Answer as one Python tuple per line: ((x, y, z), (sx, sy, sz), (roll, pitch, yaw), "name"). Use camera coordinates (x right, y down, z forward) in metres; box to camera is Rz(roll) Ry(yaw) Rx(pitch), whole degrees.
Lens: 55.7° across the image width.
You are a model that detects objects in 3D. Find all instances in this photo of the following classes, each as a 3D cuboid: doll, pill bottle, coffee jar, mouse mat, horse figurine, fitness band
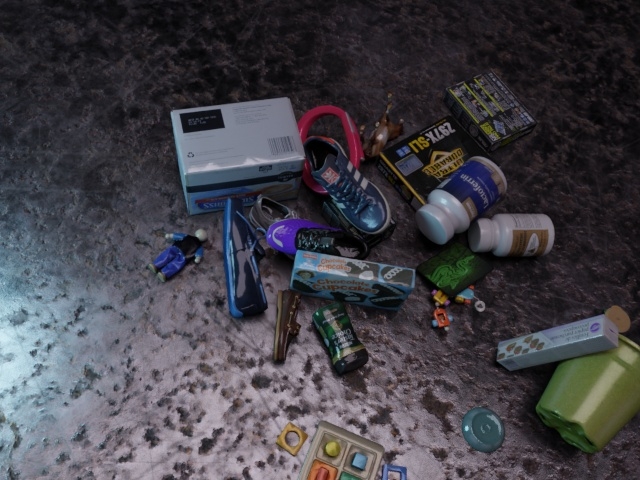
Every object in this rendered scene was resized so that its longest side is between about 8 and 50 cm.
((-0.397, 0.029, 1.721), (0.129, 0.046, 0.189), (42, 65, 13), "doll")
((0.575, -0.016, 1.841), (0.229, 0.131, 0.131), (0, 62, -9), "pill bottle")
((0.055, 0.265, 1.643), (0.096, 0.079, 0.184), (-20, 67, -18), "coffee jar")
((0.400, 0.083, 1.801), (0.189, 0.007, 0.152), (-30, 51, -24), "mouse mat")
((0.412, -0.117, 1.789), (0.264, 0.153, 0.153), (-41, 74, -19), "pill bottle")
((0.188, -0.340, 1.936), (0.066, 0.175, 0.263), (24, 59, 21), "horse figurine")
((0.023, -0.283, 1.877), (0.208, 0.054, 0.291), (-22, 71, 26), "fitness band")

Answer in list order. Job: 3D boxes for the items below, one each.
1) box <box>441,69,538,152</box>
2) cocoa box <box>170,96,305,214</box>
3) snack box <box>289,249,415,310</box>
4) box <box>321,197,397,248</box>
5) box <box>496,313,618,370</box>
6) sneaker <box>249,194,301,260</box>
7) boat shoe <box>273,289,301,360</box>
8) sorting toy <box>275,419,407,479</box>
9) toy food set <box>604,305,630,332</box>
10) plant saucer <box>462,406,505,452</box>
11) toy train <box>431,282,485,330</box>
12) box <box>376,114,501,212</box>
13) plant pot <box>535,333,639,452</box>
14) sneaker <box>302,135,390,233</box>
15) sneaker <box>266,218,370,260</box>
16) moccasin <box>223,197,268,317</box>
((0.589, -0.454, 2.119), (0.216, 0.060, 0.270), (-26, 68, -20), "box")
((-0.243, -0.247, 1.787), (0.346, 0.228, 0.232), (-10, 64, -14), "cocoa box")
((0.081, 0.114, 1.666), (0.321, 0.187, 0.060), (10, 63, -3), "snack box")
((0.116, -0.065, 1.829), (0.147, 0.078, 0.180), (-31, 70, -22), "box")
((0.612, 0.274, 1.589), (0.067, 0.324, 0.063), (35, 52, -21), "box")
((-0.090, -0.030, 1.757), (0.281, 0.115, 0.105), (31, 62, 8), "sneaker")
((-0.088, 0.228, 1.645), (0.073, 0.073, 0.207), (6, 62, -3), "boat shoe")
((0.049, 0.565, 1.500), (0.347, 0.047, 0.196), (22, 61, 4), "sorting toy")
((0.887, 0.238, 1.815), (0.082, 0.020, 0.083), (-22, 68, -18), "toy food set")
((0.436, 0.500, 1.607), (0.119, 0.021, 0.119), (3, 62, -6), "plant saucer")
((0.383, 0.192, 1.753), (0.166, 0.046, 0.125), (-18, 67, -14), "toy train")
((0.381, -0.242, 1.965), (0.322, 0.079, 0.257), (-30, 68, -21), "box")
((0.712, 0.401, 1.587), (0.276, 0.276, 0.254), (39, 76, 13), "plant pot")
((0.059, -0.161, 1.722), (0.131, 0.148, 0.350), (-45, 67, 16), "sneaker")
((0.000, -0.001, 1.654), (0.293, 0.146, 0.102), (10, 89, -8), "sneaker")
((-0.211, 0.046, 1.709), (0.116, 0.138, 0.342), (-3, 77, -15), "moccasin")
